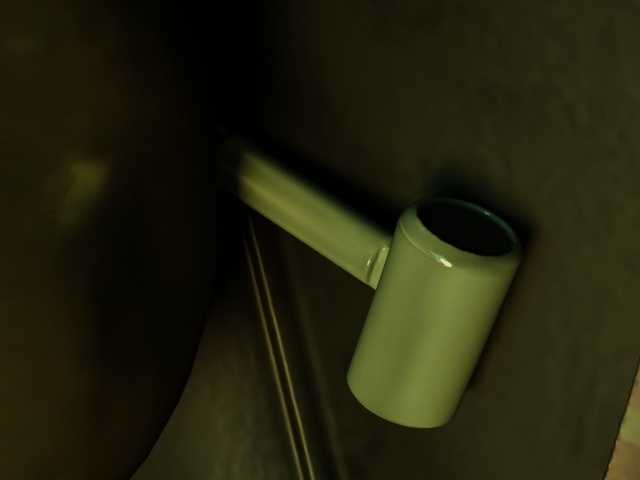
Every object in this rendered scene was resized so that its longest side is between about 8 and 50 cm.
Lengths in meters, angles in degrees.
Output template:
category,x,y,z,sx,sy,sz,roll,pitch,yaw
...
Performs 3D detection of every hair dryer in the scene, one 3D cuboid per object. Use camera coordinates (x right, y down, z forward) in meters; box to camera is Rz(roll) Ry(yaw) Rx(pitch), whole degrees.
category,x,y,z,sx,sy,sz,roll,pitch,yaw
hair dryer,0.000,0.000,0.598,0.124,0.038,0.063,33,121,25

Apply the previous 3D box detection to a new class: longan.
category,x,y,z,sx,sy,sz,roll,pitch,yaw
longan,-0.122,-0.011,0.578,0.198,0.198,0.212,13,113,28

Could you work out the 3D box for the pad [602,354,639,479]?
category,x,y,z,sx,sy,sz,roll,pitch,yaw
pad,0.153,0.170,0.573,0.202,0.005,0.299,24,117,23
